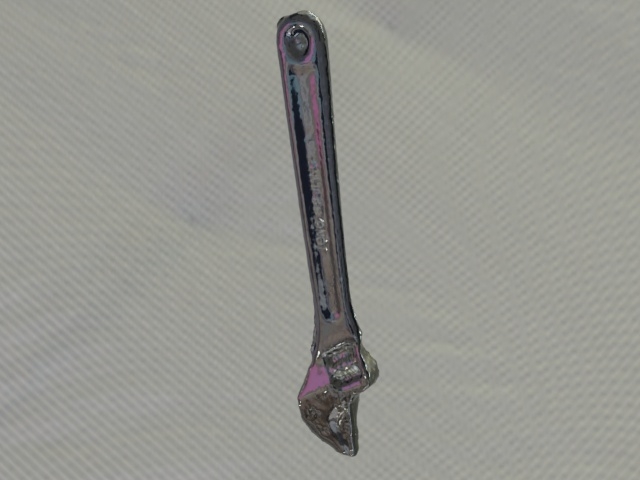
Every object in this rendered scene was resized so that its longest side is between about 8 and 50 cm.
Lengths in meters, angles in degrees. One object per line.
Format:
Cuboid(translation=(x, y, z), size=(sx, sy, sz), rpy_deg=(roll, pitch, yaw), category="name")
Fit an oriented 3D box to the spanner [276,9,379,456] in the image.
Cuboid(translation=(0.000, 0.000, 0.729), size=(0.046, 0.012, 0.209), rpy_deg=(4, -73, 37), category="spanner")
